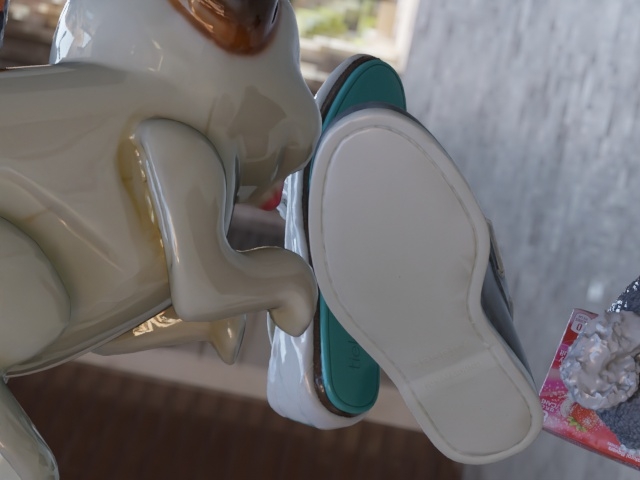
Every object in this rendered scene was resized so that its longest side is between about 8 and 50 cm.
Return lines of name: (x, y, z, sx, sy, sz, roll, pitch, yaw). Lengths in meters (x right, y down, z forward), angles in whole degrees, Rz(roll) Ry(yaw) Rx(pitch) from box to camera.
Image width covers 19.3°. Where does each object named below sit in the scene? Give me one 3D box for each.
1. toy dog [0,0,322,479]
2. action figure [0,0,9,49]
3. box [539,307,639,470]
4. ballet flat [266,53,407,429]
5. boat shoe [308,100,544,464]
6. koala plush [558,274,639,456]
toy dog: (-0.177, -0.047, 1.337, 0.408, 0.395, 0.284, -42, -5, -23)
action figure: (-0.260, -0.111, 1.533, 0.178, 0.341, 0.330, 138, 118, -70)
box: (0.353, 0.176, 1.880, 0.128, 0.257, 0.122, -67, -17, -5)
ballet flat: (0.000, 0.000, 1.938, 0.139, 0.139, 0.400, 100, 176, -72)
boat shoe: (0.067, 0.019, 1.271, 0.099, 0.116, 0.319, -100, -14, -50)
koala plush: (0.264, 0.051, 1.292, 0.221, 0.203, 0.196, -48, -28, 4)
